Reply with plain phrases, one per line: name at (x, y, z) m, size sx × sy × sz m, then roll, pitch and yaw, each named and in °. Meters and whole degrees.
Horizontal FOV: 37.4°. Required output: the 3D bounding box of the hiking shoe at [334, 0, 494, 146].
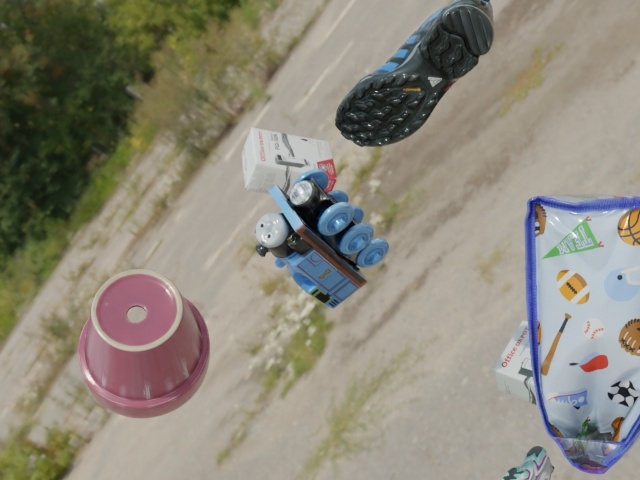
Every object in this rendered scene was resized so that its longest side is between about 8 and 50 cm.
hiking shoe at (0.149, -0.248, 1.417) m, size 0.304 × 0.113 × 0.132 m, roll -35°, pitch 14°, yaw 35°

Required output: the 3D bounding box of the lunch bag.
lunch bag at (0.442, 0.123, 1.410) m, size 0.327 × 0.238 × 0.386 m, roll -5°, pitch -84°, yaw -63°

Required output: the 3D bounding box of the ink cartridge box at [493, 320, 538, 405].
ink cartridge box at (0.497, 0.278, 2.029) m, size 0.208 × 0.087 × 0.153 m, roll 17°, pitch 56°, yaw 34°

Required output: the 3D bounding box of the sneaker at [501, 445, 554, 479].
sneaker at (0.334, 0.381, 1.497) m, size 0.098 × 0.069 × 0.038 m, roll -38°, pitch 17°, yaw -15°

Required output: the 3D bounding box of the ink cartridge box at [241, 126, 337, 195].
ink cartridge box at (-0.050, -0.119, 1.498) m, size 0.099 × 0.135 × 0.056 m, roll -102°, pitch 27°, yaw -46°

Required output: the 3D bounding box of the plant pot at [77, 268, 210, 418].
plant pot at (-0.264, 0.139, 1.403) m, size 0.180 × 0.201 × 0.201 m, roll 101°, pitch -166°, yaw -60°

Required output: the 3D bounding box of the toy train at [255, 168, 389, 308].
toy train at (0.000, 0.000, 1.003) m, size 0.105 × 0.184 × 0.080 m, roll -41°, pitch 57°, yaw 6°
